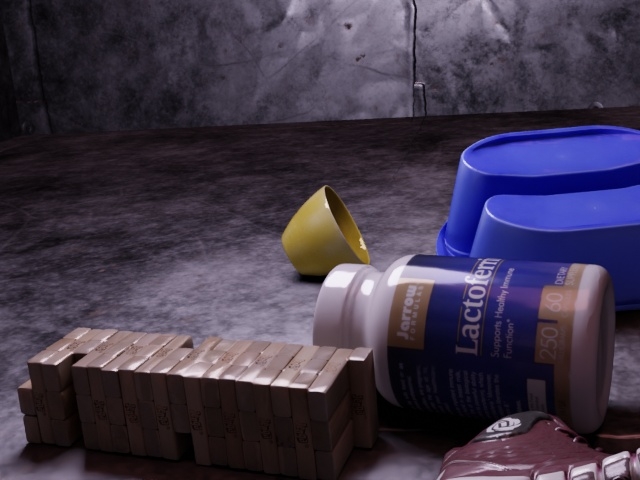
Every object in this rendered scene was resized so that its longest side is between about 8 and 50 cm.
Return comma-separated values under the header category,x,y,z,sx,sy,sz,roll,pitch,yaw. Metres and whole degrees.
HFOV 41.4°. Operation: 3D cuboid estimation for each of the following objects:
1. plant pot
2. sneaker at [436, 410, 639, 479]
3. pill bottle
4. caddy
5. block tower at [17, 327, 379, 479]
category,x,y,z,sx,sy,sz,roll,pitch,yaw
plant pot,0.000,0.000,1.254,0.095,0.134,0.134,-29,11,13
sneaker,0.215,0.169,0.614,0.281,0.107,0.162,-1,13,12
pill bottle,0.136,0.092,0.811,0.264,0.153,0.153,3,17,25
caddy,0.323,-0.014,1.105,0.341,0.179,0.241,-5,40,-4
block tower,-0.119,0.147,0.796,0.335,0.091,0.097,1,17,19
